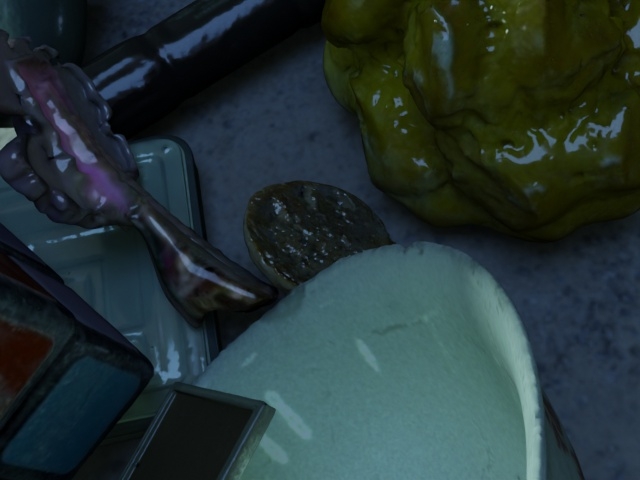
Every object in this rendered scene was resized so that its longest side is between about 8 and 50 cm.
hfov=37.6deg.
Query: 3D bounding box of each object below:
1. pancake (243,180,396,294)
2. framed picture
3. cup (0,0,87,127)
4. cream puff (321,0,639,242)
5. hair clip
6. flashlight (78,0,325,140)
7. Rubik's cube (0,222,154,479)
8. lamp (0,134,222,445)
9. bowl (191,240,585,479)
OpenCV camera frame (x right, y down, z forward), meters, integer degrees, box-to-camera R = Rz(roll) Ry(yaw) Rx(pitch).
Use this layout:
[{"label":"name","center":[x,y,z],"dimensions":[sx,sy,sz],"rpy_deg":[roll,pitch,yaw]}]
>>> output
[{"label":"pancake","center":[0.000,0.000,0.770],"dimensions":[0.140,0.022,0.139],"rpy_deg":[13,43,-13]},{"label":"framed picture","center":[-0.111,0.185,0.588],"dimensions":[0.015,0.150,0.203],"rpy_deg":[37,70,-22]},{"label":"cup","center":[-0.295,-0.188,0.881],"dimensions":[0.199,0.199,0.149],"rpy_deg":[-12,79,3]},{"label":"cream puff","center":[0.148,-0.173,0.735],"dimensions":[0.291,0.257,0.324],"rpy_deg":[-22,64,0]},{"label":"hair clip","center":[-0.161,-0.039,0.741],"dimensions":[0.300,0.173,0.069],"rpy_deg":[46,104,5]},{"label":"flashlight","center":[-0.043,-0.225,0.890],"dimensions":[0.424,0.103,0.103],"rpy_deg":[-34,62,-6]},{"label":"Rubik's cube","center":[-0.387,0.079,0.595],"dimensions":[0.362,0.359,0.363],"rpy_deg":[32,81,27]},{"label":"lamp","center":[-0.223,0.050,0.798],"dimensions":[0.269,0.047,0.266],"rpy_deg":[-13,63,2]},{"label":"bowl","center":[0.021,0.231,0.539],"dimensions":[0.196,0.435,0.434],"rpy_deg":[35,66,-22]}]
